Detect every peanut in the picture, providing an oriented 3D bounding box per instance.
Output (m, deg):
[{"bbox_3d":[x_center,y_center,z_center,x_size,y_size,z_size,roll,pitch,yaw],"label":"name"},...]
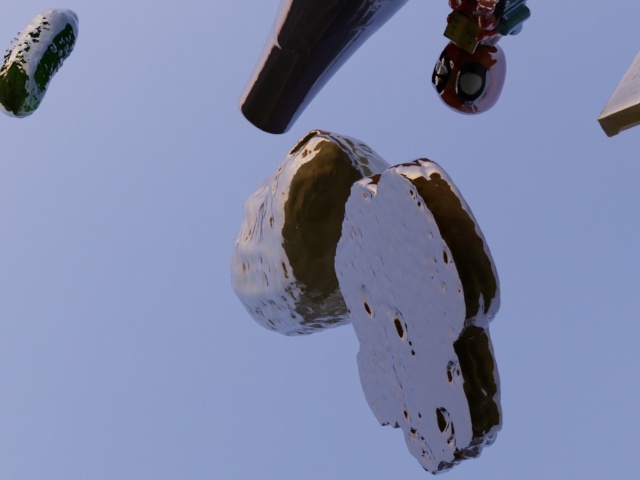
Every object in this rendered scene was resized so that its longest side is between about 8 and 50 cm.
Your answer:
[{"bbox_3d":[0.001,0.006,1.022,0.158,0.340,0.174,13,-101,-16],"label":"peanut"}]

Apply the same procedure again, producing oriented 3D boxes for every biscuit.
[{"bbox_3d":[0.071,0.059,0.731,0.041,0.290,0.208,-16,-118,-16],"label":"biscuit"}]

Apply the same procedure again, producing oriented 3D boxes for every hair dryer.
[{"bbox_3d":[0.100,-0.239,1.053,0.121,0.361,0.301,55,-50,25],"label":"hair dryer"}]

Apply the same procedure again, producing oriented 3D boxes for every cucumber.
[{"bbox_3d":[-0.189,-0.126,0.684,0.037,0.155,0.037,2,-55,2],"label":"cucumber"}]

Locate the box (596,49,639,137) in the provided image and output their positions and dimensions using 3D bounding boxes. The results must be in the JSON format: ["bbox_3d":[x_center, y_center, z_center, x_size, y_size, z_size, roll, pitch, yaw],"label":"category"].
[{"bbox_3d":[0.279,-0.138,0.828,0.073,0.149,0.020,-21,-69,45],"label":"box"}]

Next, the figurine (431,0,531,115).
[{"bbox_3d":[0.134,-0.168,0.890,0.068,0.140,0.075,36,-124,25],"label":"figurine"}]
